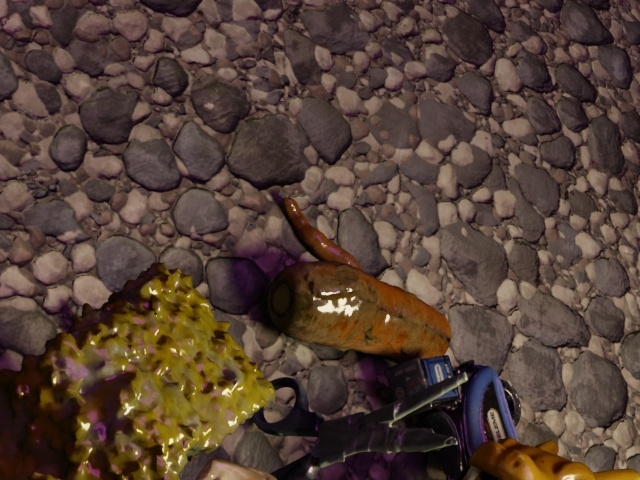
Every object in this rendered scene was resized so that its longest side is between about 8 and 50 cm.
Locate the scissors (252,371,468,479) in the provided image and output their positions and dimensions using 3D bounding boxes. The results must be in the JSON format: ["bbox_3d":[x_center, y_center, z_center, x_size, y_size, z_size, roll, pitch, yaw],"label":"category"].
[{"bbox_3d":[0.035,0.259,1.775,0.029,0.383,0.256,40,43,-34],"label":"scissors"}]

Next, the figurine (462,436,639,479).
[{"bbox_3d":[0.276,0.473,1.835,0.268,0.401,0.387,14,88,7],"label":"figurine"}]

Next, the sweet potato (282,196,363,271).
[{"bbox_3d":[-0.001,0.002,2.122,0.179,0.044,0.044,42,47,0],"label":"sweet potato"}]

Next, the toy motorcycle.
[{"bbox_3d":[0.225,0.352,2.029,0.213,0.125,0.358,-4,74,-39],"label":"toy motorcycle"}]

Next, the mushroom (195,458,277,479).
[{"bbox_3d":[-0.142,0.414,1.590,0.292,0.290,0.292,15,31,-9],"label":"mushroom"}]

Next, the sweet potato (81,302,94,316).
[{"bbox_3d":[-0.301,0.159,1.810,0.041,0.038,0.153,-9,77,-14],"label":"sweet potato"}]

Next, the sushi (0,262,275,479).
[{"bbox_3d":[-0.284,0.226,1.538,0.240,0.396,0.351,54,26,0],"label":"sushi"}]

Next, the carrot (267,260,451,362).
[{"bbox_3d":[0.058,0.112,2.048,0.302,0.139,0.138,22,53,-37],"label":"carrot"}]
